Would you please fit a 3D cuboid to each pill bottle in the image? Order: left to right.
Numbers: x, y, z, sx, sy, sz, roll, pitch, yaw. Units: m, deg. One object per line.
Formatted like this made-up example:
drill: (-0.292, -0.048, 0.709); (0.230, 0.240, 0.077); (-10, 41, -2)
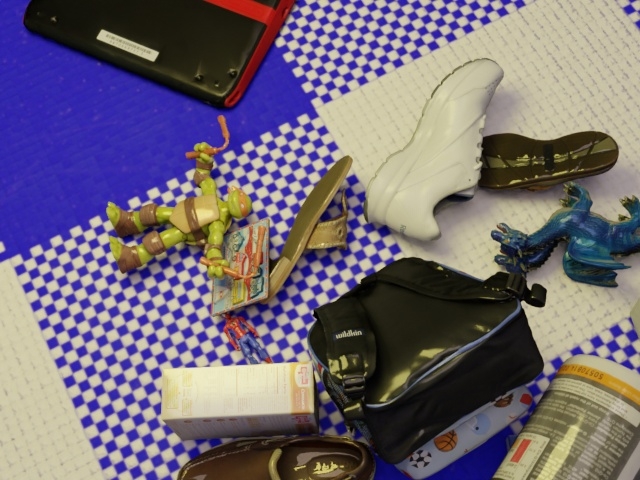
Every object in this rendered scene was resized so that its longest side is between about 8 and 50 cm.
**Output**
pill bottle: (0.289, 0.285, 1.140); (0.162, 0.162, 0.278); (33, 73, 15)

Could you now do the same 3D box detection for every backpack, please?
backpack: (0.118, 0.141, 1.215); (0.276, 0.213, 0.263); (-26, 30, -13)

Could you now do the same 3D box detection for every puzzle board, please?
puzzle board: (-0.112, 0.036, 1.355); (0.096, 0.011, 0.128); (-20, 53, 27)

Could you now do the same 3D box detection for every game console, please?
game console: (-0.234, -0.412, 1.563); (0.386, 0.060, 0.342); (23, 76, 12)

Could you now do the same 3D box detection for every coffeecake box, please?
coffeecake box: (-0.097, 0.206, 1.249); (0.185, 0.142, 0.068); (-3, 68, 2)

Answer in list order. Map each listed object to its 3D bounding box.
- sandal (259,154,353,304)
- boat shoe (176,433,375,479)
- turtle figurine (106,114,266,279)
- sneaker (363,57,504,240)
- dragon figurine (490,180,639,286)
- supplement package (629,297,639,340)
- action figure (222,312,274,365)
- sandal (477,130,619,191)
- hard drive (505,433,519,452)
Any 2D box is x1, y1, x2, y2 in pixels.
sandal: (-0.002, 0.000, 1.379); (0.079, 0.088, 0.240); (37, 80, -17)
boat shoe: (-0.060, 0.285, 1.240); (0.257, 0.095, 0.095); (-10, 68, -1)
turtle figurine: (-0.187, -0.040, 1.386); (0.217, 0.087, 0.269); (-15, 64, 3)
sneaker: (0.183, -0.124, 1.392); (0.129, 0.111, 0.297); (31, 81, 16)
dragon figurine: (0.378, 0.012, 1.333); (0.289, 0.085, 0.144); (17, 70, 11)
supplement package: (0.534, 0.133, 1.241); (0.203, 0.149, 0.194); (-13, 68, -1)
action figure: (-0.100, 0.139, 1.340); (0.038, 0.030, 0.115); (-38, 69, -6)
sandal: (0.311, -0.109, 1.394); (0.219, 0.060, 0.090); (-6, 61, 20)
hard drive: (0.360, 0.388, 1.205); (0.210, 0.040, 0.319); (-7, 68, 1)
